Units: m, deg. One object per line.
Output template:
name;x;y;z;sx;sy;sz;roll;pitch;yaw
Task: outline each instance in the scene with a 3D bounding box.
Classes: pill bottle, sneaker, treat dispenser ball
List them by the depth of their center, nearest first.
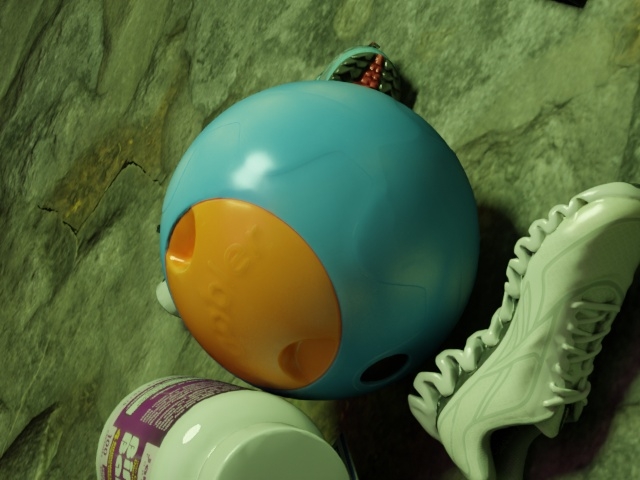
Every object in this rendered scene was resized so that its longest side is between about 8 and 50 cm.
sneaker;0.187;0.081;1.232;0.292;0.110;0.118;-59;38;29
pill bottle;-0.086;0.212;1.363;0.301;0.169;0.169;-3;67;68
treat dispenser ball;0.000;0.000;1.387;0.288;0.288;0.288;-36;41;41
sneaker;-0.001;-0.099;1.675;0.262;0.104;0.125;-52;15;15

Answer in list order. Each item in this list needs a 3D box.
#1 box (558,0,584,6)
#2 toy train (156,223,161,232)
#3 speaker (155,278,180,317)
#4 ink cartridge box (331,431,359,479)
box;0.219;-0.264;1.455;0.062;0.052;0.083;-63;30;5
toy train;-0.156;-0.026;1.913;0.158;0.027;0.036;-8;52;56
speaker;-0.135;0.030;1.811;0.136;0.055;0.055;-46;36;31
ink cartridge box;-0.014;0.384;1.323;0.330;0.071;0.324;-56;22;17
